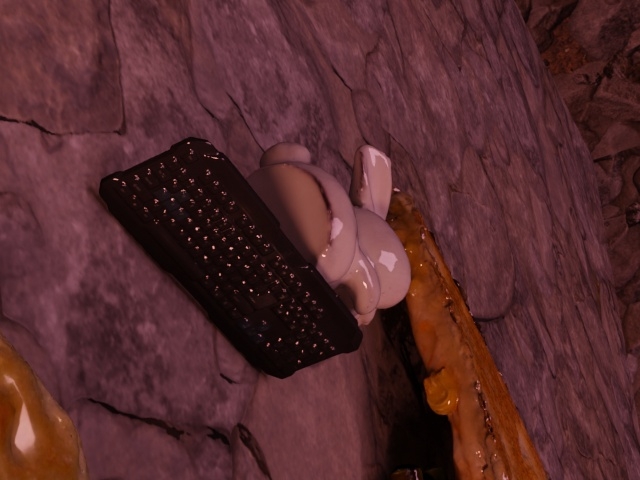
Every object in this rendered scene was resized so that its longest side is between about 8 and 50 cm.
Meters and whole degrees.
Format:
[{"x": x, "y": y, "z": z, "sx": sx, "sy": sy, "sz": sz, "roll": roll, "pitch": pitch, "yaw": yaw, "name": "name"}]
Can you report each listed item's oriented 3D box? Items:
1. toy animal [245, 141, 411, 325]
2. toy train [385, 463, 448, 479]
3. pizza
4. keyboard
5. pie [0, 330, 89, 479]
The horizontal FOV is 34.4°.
[{"x": -0.002, "y": -0.007, "z": 0.952, "sx": 0.193, "sy": 0.127, "sz": 0.178, "roll": 4, "pitch": 68, "yaw": -62, "name": "toy animal"}, {"x": 0.118, "y": 0.336, "z": 1.029, "sx": 0.137, "sy": 0.090, "sz": 0.225, "roll": 33, "pitch": 44, "yaw": -67, "name": "toy train"}, {"x": 0.182, "y": 0.186, "z": 1.223, "sx": 0.392, "sy": 0.080, "sz": 0.434, "roll": 50, "pitch": 22, "yaw": -55, "name": "pizza"}, {"x": -0.062, "y": 0.024, "z": 0.819, "sx": 0.262, "sy": 0.106, "sz": 0.016, "roll": 53, "pitch": 21, "yaw": -38, "name": "keyboard"}, {"x": -0.211, "y": 0.145, "z": 0.449, "sx": 0.337, "sy": 0.075, "sz": 0.337, "roll": 42, "pitch": 38, "yaw": -46, "name": "pie"}]
